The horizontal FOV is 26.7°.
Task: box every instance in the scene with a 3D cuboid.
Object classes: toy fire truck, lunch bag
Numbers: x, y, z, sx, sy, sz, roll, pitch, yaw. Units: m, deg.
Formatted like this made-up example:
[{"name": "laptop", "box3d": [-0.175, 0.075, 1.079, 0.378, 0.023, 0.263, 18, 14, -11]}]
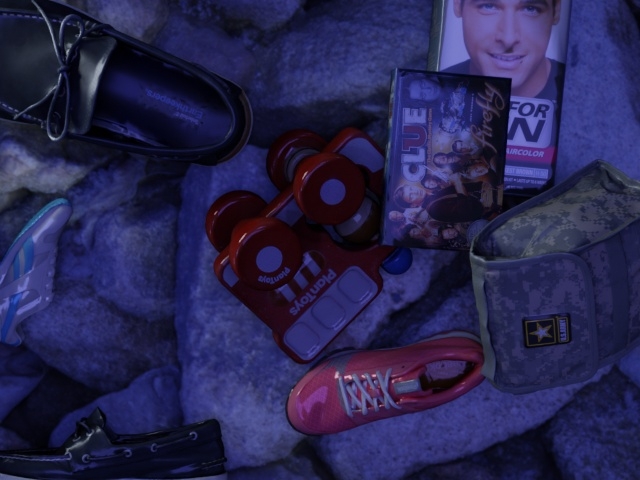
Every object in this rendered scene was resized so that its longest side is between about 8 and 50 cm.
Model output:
[{"name": "toy fire truck", "box3d": [0.000, 0.000, 1.926, 0.302, 0.169, 0.254, -45, 117, -1]}, {"name": "lunch bag", "box3d": [0.335, 0.062, 1.844, 0.287, 0.169, 0.235, -29, 128, -22]}]

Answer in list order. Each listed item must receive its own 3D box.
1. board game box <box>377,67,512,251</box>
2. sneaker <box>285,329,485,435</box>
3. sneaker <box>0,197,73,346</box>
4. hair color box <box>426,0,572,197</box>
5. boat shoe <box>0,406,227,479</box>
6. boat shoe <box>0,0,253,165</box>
[{"name": "board game box", "box3d": [0.170, -0.108, 1.855, 0.165, 0.042, 0.243, 3, 92, -9]}, {"name": "sneaker", "box3d": [0.098, 0.199, 1.930, 0.314, 0.136, 0.116, -17, 91, -2]}, {"name": "sneaker", "box3d": [-0.412, 0.043, 1.932, 0.092, 0.087, 0.228, 32, 96, -10]}, {"name": "hair color box", "box3d": [0.251, -0.253, 1.941, 0.185, 0.113, 0.374, 5, 90, -3]}, {"name": "boat shoe", "box3d": [-0.300, 0.293, 1.917, 0.340, 0.127, 0.113, 2, 90, -5]}, {"name": "boat shoe", "box3d": [-0.331, -0.225, 1.871, 0.500, 0.156, 0.187, 18, 94, -9]}]
